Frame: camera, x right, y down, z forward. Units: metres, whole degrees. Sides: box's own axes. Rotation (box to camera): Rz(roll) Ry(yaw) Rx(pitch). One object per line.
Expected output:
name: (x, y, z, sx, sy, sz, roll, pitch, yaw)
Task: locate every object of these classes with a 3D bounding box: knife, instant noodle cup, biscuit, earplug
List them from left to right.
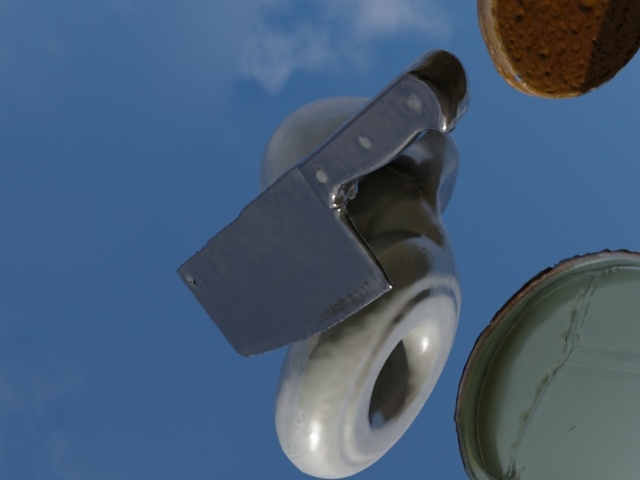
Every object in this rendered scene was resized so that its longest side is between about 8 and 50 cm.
knife: (0.000, 0.000, 0.438, 0.019, 0.245, 0.072, -37, -90, -36)
earplug: (0.028, 0.032, 0.818, 0.175, 0.214, 0.326, -5, -109, 21)
biscuit: (0.155, -0.169, 0.578, 0.124, 0.026, 0.175, 17, -85, -28)
instant noodle cup: (0.240, 0.140, 0.673, 0.231, 0.243, 0.243, 35, -119, -32)
